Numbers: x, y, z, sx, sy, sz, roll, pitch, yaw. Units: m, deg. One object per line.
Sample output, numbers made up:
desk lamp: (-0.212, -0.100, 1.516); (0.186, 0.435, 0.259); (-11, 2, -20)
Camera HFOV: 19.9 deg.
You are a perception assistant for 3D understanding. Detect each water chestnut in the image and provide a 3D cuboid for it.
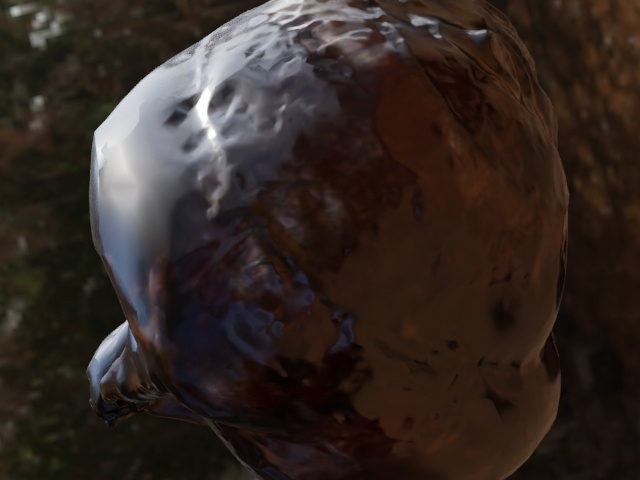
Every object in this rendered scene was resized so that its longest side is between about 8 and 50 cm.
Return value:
water chestnut: (0.000, 0.000, 0.913); (0.289, 0.244, 0.289); (180, 90, -88)
